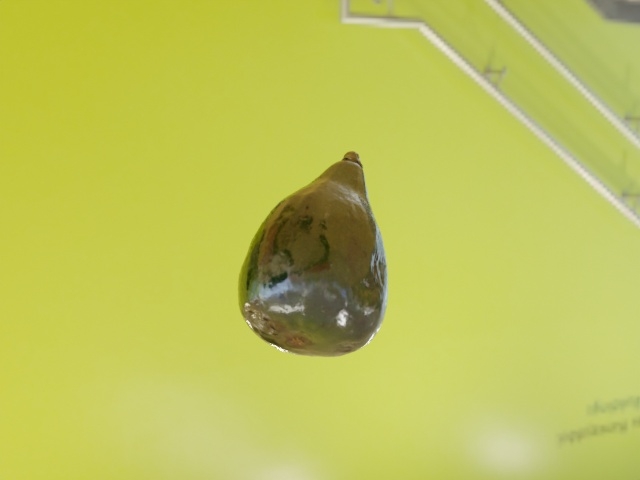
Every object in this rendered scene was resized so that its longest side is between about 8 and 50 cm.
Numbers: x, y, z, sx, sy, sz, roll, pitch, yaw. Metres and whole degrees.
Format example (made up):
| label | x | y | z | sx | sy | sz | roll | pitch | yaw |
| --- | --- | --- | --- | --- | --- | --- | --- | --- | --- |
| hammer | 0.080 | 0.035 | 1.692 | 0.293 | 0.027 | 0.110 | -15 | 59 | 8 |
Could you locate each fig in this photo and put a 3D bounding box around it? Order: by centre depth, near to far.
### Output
| label | x | y | z | sx | sy | sz | roll | pitch | yaw |
| --- | --- | --- | --- | --- | --- | --- | --- | --- | --- |
| fig | 0.000 | 0.000 | 0.930 | 0.117 | 0.177 | 0.117 | 11 | 161 | 4 |
